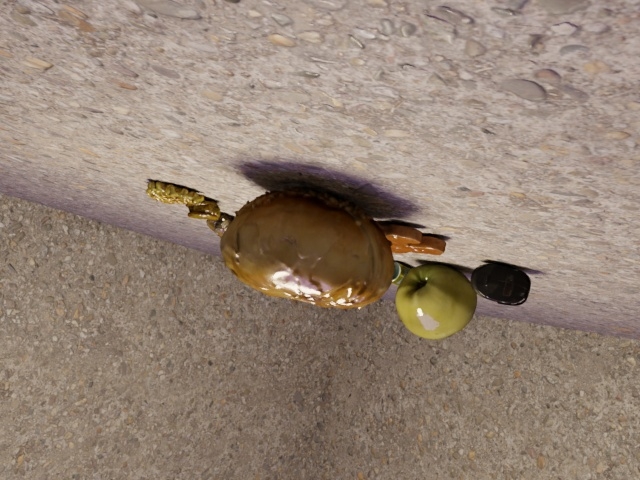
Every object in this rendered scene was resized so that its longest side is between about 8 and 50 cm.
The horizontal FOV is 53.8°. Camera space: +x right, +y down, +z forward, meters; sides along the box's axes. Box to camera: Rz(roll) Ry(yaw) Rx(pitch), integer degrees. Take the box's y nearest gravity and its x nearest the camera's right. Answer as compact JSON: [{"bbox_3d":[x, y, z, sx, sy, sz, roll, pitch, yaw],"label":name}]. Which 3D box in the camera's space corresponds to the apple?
[{"bbox_3d":[0.382,0.196,2.096,0.262,0.263,0.262,13,172,2],"label":"apple"}]

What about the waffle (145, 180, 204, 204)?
[{"bbox_3d":[-0.421,-0.129,1.836,0.191,0.046,0.160,12,170,13],"label":"waffle"}]

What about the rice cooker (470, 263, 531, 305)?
[{"bbox_3d":[0.514,0.124,1.803,0.165,0.112,0.106,17,177,-7],"label":"rice cooker"}]

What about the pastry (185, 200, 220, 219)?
[{"bbox_3d":[-0.352,-0.091,1.891,0.109,0.057,0.097,1,180,10],"label":"pastry"}]

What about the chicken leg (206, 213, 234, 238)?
[{"bbox_3d":[-0.291,-0.040,2.145,0.196,0.081,0.125,16,159,-24],"label":"chicken leg"}]

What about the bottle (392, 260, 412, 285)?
[{"bbox_3d":[0.328,0.142,2.362,0.082,0.082,0.286,8,170,36],"label":"bottle"}]

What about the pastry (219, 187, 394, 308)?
[{"bbox_3d":[-0.022,0.017,1.447,0.409,0.245,0.409,11,170,2],"label":"pastry"}]

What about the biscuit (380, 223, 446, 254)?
[{"bbox_3d":[0.175,-0.007,1.685,0.202,0.047,0.333,20,168,-35],"label":"biscuit"}]
